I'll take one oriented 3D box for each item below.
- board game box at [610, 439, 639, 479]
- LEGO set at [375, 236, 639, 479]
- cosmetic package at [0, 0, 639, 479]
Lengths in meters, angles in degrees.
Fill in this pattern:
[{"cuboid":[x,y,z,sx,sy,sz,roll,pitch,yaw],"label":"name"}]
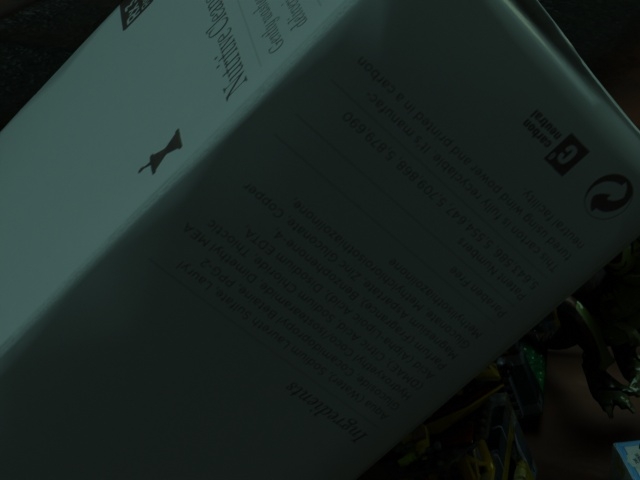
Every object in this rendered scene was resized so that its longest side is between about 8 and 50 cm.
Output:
[{"cuboid":[0.218,0.151,0.587,0.103,0.026,0.154,-5,28,-4],"label":"board game box"},{"cuboid":[0.133,0.021,0.608,0.254,0.192,0.331,-10,28,28],"label":"LEGO set"},{"cuboid":[-0.068,0.018,0.520,0.385,0.156,0.217,-43,29,11],"label":"cosmetic package"}]
